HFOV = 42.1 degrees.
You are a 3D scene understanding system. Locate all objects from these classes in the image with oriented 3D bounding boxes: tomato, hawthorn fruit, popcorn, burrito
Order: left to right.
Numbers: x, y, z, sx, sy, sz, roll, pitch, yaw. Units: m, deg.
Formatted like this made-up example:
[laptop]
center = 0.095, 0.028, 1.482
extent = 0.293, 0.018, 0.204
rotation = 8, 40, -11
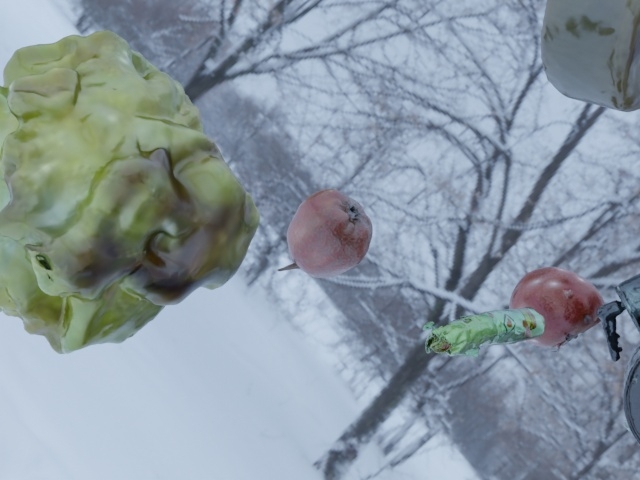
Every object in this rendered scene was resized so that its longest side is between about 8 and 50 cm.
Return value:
[popcorn]
center = -0.233, -0.060, 0.848
extent = 0.312, 0.312, 0.312
rotation = 49, -2, 2
[hawthorn fruit]
center = 0.000, 0.000, 2.093
extent = 0.210, 0.262, 0.210
rotation = 39, 27, -24
[burrito]
center = 0.240, 0.145, 1.264
extent = 0.288, 0.104, 0.054
rotation = 0, 59, -49
[tomato]
center = 0.433, 0.122, 1.549
extent = 0.167, 0.167, 0.167
rotation = 49, -2, 2

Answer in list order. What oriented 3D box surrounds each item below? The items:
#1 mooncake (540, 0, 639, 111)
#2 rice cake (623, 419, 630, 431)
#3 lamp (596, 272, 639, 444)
[mooncake]
center = 0.477, -0.345, 1.301
extent = 0.156, 0.284, 0.284
rotation = 23, -17, 35
[rice cake]
center = 0.767, 0.405, 1.796
extent = 0.211, 0.034, 0.043
rotation = -2, -29, 32
[lamp]
center = 0.570, 0.243, 1.253
extent = 0.272, 0.205, 0.374
rotation = 35, 31, -55
